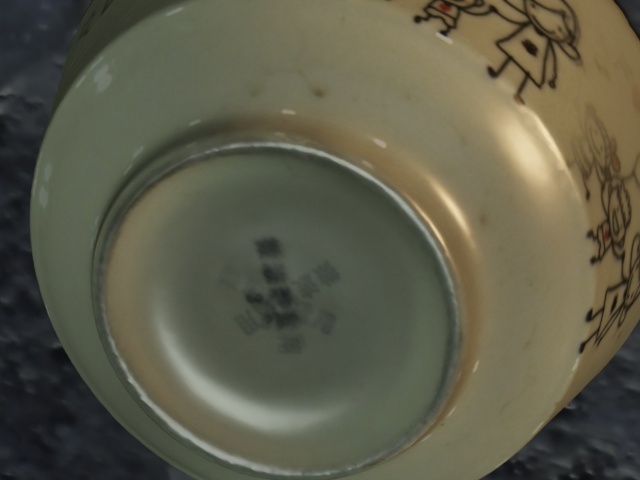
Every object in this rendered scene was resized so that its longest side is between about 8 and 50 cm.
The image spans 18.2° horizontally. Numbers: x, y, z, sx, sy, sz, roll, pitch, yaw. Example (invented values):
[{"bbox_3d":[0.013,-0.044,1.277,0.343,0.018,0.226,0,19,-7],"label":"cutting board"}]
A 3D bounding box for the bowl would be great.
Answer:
[{"bbox_3d":[0.000,0.000,0.692,0.238,0.126,0.238,6,116,12],"label":"bowl"}]
